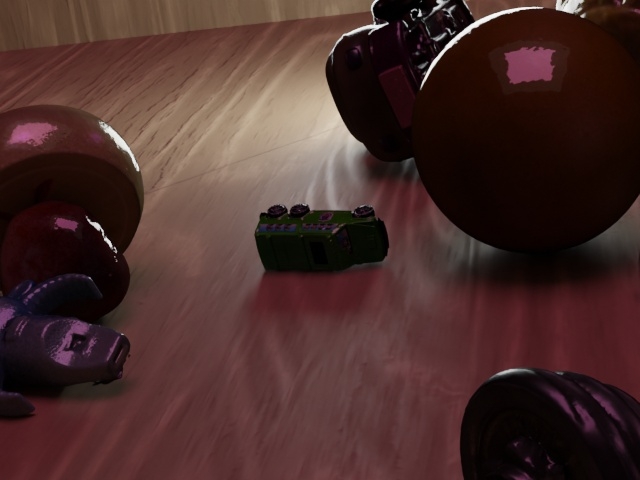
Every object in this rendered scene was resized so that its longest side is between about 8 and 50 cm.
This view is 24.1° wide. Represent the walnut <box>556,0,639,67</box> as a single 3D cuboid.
[{"bbox_3d":[0.498,-0.312,2.228,0.333,0.332,0.333,-7,17,2],"label":"walnut"}]

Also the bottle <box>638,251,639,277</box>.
[{"bbox_3d":[0.444,0.020,1.565,0.217,0.060,0.060,-9,17,-1],"label":"bottle"}]

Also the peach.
[{"bbox_3d":[-0.285,0.032,1.727,0.152,0.152,0.152,-7,17,2],"label":"peach"}]

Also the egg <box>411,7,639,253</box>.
[{"bbox_3d":[0.246,-0.130,1.749,0.283,0.282,0.351,-6,16,6],"label":"egg"}]

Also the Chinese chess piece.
[{"bbox_3d":[-0.336,-0.045,1.812,0.251,0.250,0.097,-13,45,-15],"label":"Chinese chess piece"}]

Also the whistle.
[{"bbox_3d":[-0.321,0.108,1.568,0.269,0.093,0.180,1,44,25],"label":"whistle"}]

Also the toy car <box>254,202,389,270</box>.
[{"bbox_3d":[0.000,0.000,1.810,0.165,0.071,0.062,0,34,25],"label":"toy car"}]

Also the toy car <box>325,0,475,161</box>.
[{"bbox_3d":[0.114,-0.239,2.251,0.240,0.271,0.341,-20,11,27],"label":"toy car"}]

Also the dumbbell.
[{"bbox_3d":[0.276,0.135,1.078,0.406,0.179,0.179,-16,19,-28],"label":"dumbbell"}]
